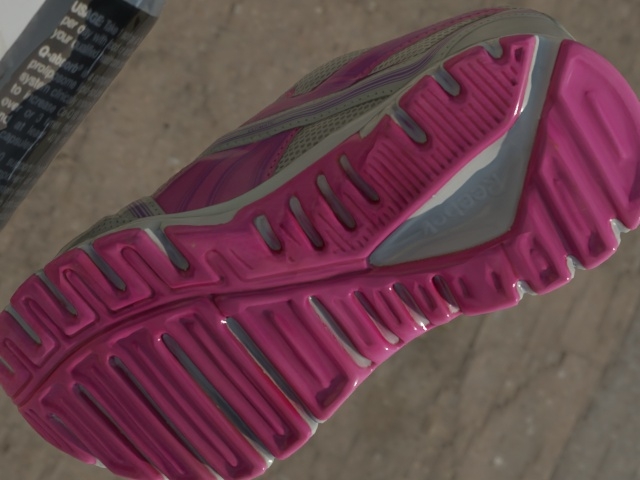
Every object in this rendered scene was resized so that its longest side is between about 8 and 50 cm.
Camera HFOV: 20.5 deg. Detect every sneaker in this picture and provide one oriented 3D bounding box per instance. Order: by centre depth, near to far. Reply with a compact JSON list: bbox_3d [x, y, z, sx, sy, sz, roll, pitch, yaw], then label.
[{"bbox_3d":[0.000,0.000,0.625,0.103,0.252,0.111,60,18,-15],"label":"sneaker"}]

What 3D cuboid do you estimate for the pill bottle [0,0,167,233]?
[{"bbox_3d":[-0.152,-0.084,0.623,0.278,0.162,0.162,-52,147,5],"label":"pill bottle"}]
